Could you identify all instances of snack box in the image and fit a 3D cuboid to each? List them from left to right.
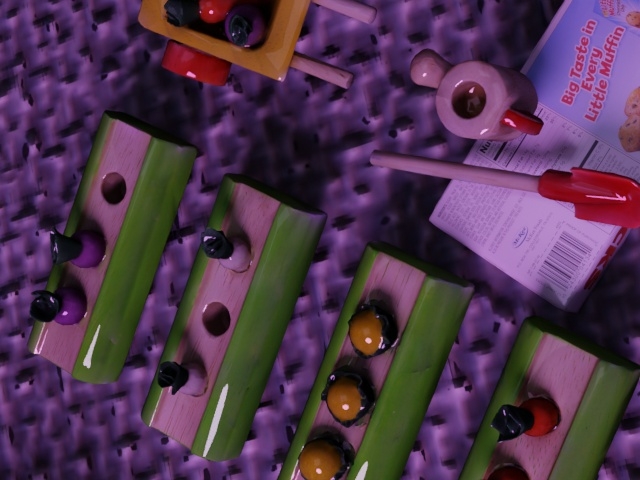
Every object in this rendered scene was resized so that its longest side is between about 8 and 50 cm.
[{"bbox_3d":[0.113,-0.065,0.496,0.064,0.022,0.178,35,98,26],"label":"snack box"}]

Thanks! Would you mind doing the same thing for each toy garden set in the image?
[{"bbox_3d":[0.000,0.000,0.505,0.244,0.049,0.204,26,103,27],"label":"toy garden set"}]
